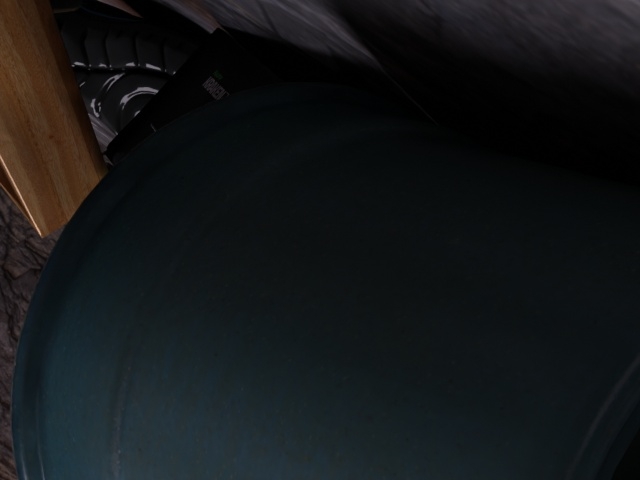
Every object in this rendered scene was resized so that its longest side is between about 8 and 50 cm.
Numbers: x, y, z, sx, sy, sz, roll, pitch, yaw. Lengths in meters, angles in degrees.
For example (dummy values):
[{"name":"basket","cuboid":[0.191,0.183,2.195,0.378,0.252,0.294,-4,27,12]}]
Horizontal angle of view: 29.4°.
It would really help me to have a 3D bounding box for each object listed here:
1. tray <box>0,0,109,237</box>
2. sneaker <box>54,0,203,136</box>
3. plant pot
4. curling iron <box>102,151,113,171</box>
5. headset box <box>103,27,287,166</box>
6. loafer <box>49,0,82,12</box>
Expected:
[{"name":"tray","cuboid":[-0.238,-0.173,0.743,0.203,0.076,0.411,49,165,17]},{"name":"sneaker","cuboid":[-0.146,-0.142,1.040,0.341,0.125,0.140,27,-154,16]},{"name":"plant pot","cuboid":[0.078,0.102,0.562,0.341,0.341,0.334,40,166,-31]},{"name":"curling iron","cuboid":[-0.077,-0.044,1.065,0.274,0.035,0.068,2,-144,-25]},{"name":"headset box","cuboid":[0.000,0.000,0.853,0.283,0.131,0.246,42,-177,-31]},{"name":"loafer","cuboid":[-0.262,-0.251,0.994,0.096,0.084,0.267,-11,-153,-33]}]
